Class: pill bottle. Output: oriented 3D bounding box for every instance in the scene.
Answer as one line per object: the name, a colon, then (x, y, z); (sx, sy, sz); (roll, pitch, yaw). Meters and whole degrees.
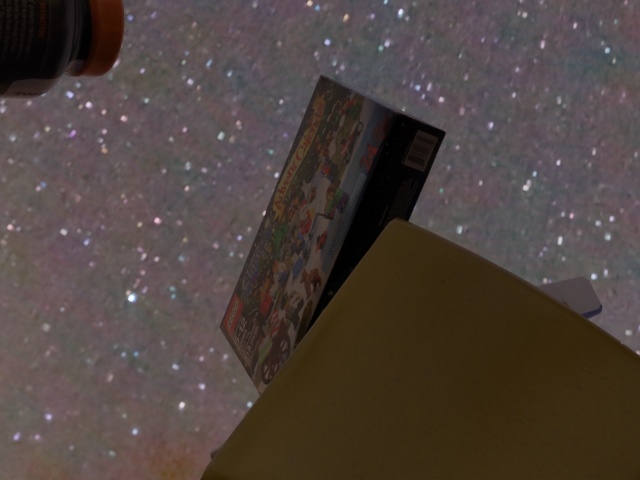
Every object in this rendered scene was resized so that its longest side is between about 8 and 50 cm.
pill bottle: (-0.274, -0.172, 0.734); (0.245, 0.130, 0.130); (-4, -24, -39)

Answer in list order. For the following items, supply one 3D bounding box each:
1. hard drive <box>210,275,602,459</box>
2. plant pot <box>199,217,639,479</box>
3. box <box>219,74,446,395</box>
hard drive: (0.080, 0.126, 0.889); (0.318, 0.210, 0.040); (-32, -104, 29)
plant pot: (0.087, 0.149, 0.542); (0.187, 0.212, 0.212); (17, -42, 27)
box: (0.000, 0.000, 0.757); (0.044, 0.159, 0.233); (18, -79, -25)
